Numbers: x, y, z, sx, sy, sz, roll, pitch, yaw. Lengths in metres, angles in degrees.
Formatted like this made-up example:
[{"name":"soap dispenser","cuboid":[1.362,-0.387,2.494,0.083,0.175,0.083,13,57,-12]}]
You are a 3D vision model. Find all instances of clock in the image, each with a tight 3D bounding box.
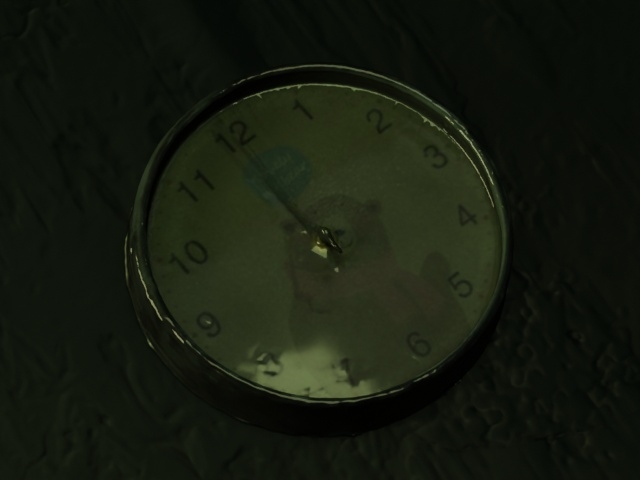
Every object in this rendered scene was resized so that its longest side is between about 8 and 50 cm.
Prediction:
[{"name":"clock","cuboid":[0.000,0.000,1.397,0.281,0.055,0.280,2,67,-4]}]
